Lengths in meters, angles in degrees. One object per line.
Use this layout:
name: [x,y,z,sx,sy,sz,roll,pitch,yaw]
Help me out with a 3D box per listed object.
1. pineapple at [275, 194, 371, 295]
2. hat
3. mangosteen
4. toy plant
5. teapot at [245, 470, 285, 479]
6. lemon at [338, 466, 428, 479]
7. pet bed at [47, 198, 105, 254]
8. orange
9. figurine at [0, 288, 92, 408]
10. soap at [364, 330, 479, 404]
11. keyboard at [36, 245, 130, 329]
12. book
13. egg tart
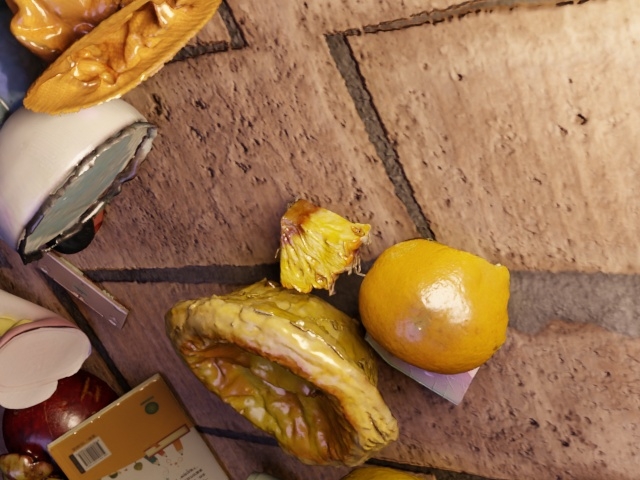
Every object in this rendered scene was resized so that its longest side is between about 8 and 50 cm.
pineapple: [0.000,0.000,1.317,0.137,0.069,0.116,-29,102,42]
hat: [-0.255,-0.287,1.171,0.233,0.233,0.244,59,174,4]
mangosteen: [-0.433,0.332,1.863,0.215,0.257,0.215,19,137,19]
toy plant: [-0.390,-0.159,1.356,0.332,0.247,0.247,41,144,2]
teapot: [-0.068,0.436,1.784,0.108,0.111,0.149,8,129,16]
lemon: [0.086,0.407,1.538,0.260,0.204,0.204,-16,117,48]
pet bed: [-0.380,-0.069,1.577,0.201,0.053,0.201,24,142,20]
orange: [0.119,0.075,1.222,0.170,0.112,0.160,-26,90,29]
figurine: [-0.572,0.144,1.799,0.315,0.284,0.206,27,142,36]
soap: [0.119,0.114,1.328,0.149,0.056,0.100,31,140,12]
keyboard: [-0.360,0.072,1.736,0.166,0.017,0.055,37,139,4]
book: [-0.275,0.379,1.836,0.295,0.208,0.020,62,169,-27]
egg tart: [-0.038,0.151,1.419,0.341,0.132,0.341,27,152,15]
